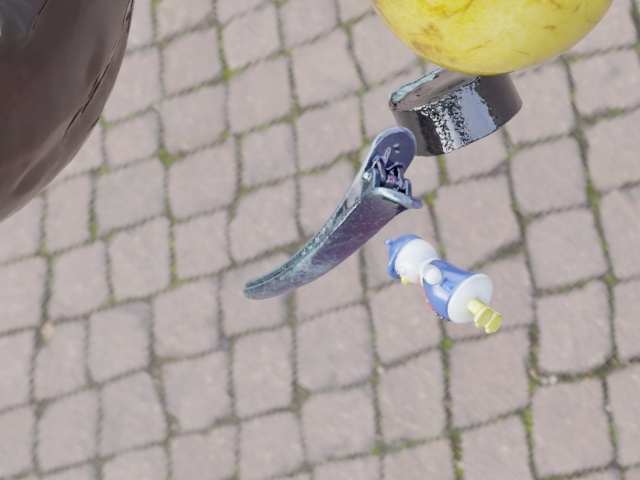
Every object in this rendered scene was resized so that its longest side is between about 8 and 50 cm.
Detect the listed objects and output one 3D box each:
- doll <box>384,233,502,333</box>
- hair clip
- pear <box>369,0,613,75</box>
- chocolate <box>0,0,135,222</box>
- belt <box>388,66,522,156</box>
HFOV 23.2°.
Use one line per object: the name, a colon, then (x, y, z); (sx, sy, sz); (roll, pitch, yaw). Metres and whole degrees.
doll: (0.110, 0.036, 1.451); (0.143, 0.099, 0.057); (38, 94, 33)
hair clip: (0.000, 0.000, 1.441); (0.275, 0.048, 0.083); (-40, 47, 42)
pear: (0.171, -0.306, 1.610); (0.281, 0.281, 0.280); (-14, 59, 24)
chocolate: (-0.262, -0.121, 0.725); (0.331, 0.383, 0.383); (14, 73, 47)
belt: (0.156, -0.160, 1.829); (0.151, 0.078, 0.198); (-23, 14, 10)
